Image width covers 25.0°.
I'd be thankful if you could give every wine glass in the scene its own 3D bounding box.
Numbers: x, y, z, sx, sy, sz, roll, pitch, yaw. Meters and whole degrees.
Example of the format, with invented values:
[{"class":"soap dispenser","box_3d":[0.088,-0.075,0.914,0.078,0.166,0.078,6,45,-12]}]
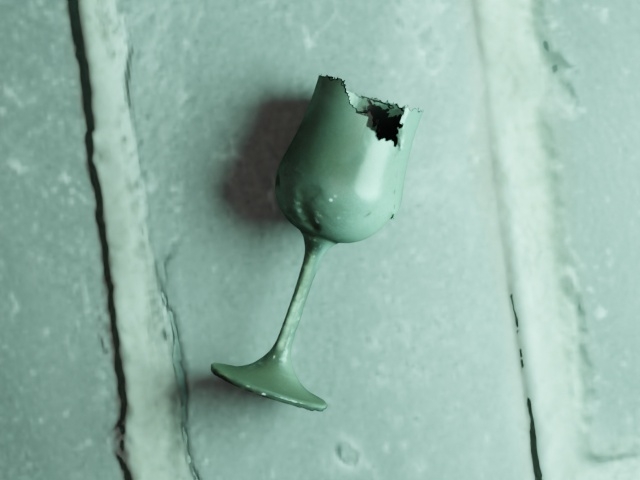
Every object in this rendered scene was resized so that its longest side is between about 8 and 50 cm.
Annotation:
[{"class":"wine glass","box_3d":[0.000,0.000,0.883,0.079,0.079,0.196,19,91,-1]}]
